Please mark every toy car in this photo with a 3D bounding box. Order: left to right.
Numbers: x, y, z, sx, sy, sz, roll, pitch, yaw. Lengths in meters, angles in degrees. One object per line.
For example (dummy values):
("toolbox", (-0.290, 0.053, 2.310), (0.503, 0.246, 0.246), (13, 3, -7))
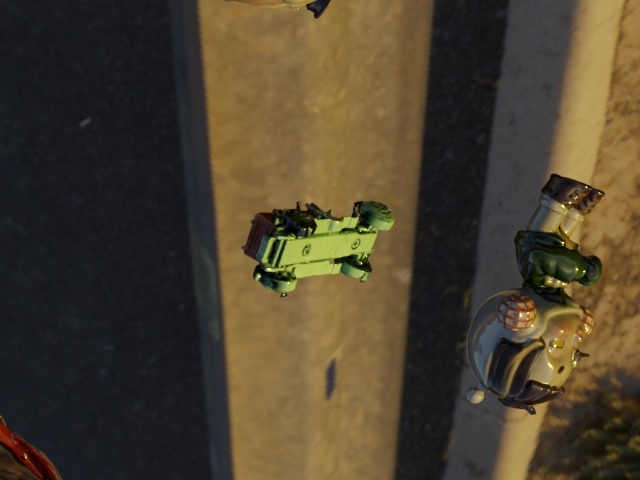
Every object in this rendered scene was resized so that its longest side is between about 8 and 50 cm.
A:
("toy car", (0.000, 0.000, 1.057), (0.054, 0.143, 0.073), (36, 118, 33))

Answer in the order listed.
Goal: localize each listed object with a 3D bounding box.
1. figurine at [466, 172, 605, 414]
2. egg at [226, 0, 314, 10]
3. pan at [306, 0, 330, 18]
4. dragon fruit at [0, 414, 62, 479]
("figurine", (0.327, 0.087, 1.831), (0.167, 0.281, 0.370), (20, 95, 34))
("egg", (-0.043, -0.347, 1.138), (0.310, 0.279, 0.279), (-9, 119, 26))
("pan", (0.037, -0.385, 1.622), (0.028, 0.136, 0.235), (26, 150, -15))
("dragon fruit", (-0.307, 0.231, 0.794), (0.329, 0.329, 0.329), (26, 139, 25))
